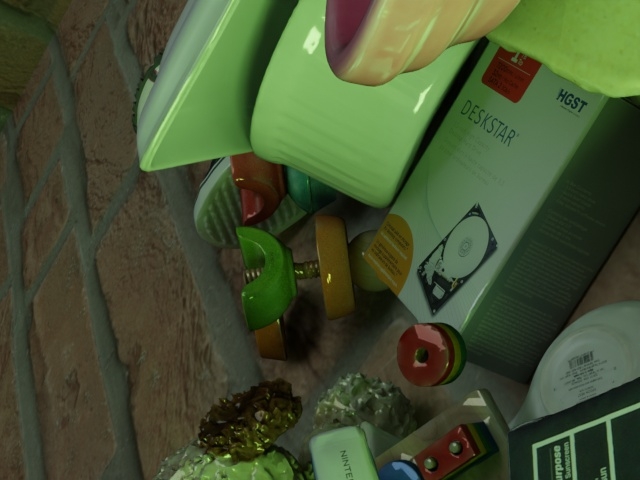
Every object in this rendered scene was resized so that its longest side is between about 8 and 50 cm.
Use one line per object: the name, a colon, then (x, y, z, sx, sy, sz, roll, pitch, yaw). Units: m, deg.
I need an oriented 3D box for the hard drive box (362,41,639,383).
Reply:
hard drive box: (0.155, -0.032, 0.946, 0.232, 0.089, 0.181, -60, 29, 11)

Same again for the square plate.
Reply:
square plate: (-0.019, -0.225, 0.952, 0.344, 0.049, 0.347, -61, -9, 14)

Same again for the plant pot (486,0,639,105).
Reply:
plant pot: (0.253, -0.218, 0.689, 0.305, 0.333, 0.334, -65, 28, 14)

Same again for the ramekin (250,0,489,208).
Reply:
ramekin: (0.066, -0.163, 1.034, 0.277, 0.135, 0.277, -56, -9, -14)

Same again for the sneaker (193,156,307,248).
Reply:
sneaker: (-0.029, -0.131, 1.303, 0.321, 0.126, 0.127, -45, 37, 20)

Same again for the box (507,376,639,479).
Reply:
box: (0.249, 0.195, 0.510, 0.294, 0.182, 0.296, -34, 43, 45)

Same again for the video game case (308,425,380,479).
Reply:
video game case: (0.063, 0.314, 0.644, 0.036, 0.329, 0.300, -15, 47, 0)

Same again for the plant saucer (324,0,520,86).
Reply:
plant saucer: (0.081, -0.243, 0.633, 0.332, 0.084, 0.332, -167, 90, -81)

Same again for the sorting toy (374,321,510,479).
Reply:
sorting toy: (0.092, 0.201, 0.803, 0.132, 0.046, 0.275, -41, 64, 31)

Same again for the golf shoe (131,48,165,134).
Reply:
golf shoe: (-0.100, -0.163, 1.220, 0.273, 0.105, 0.120, -36, 49, 29)

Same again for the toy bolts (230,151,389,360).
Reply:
toy bolts: (0.000, 0.000, 1.196, 0.218, 0.158, 0.229, 82, 180, -60)

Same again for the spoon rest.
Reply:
spoon rest: (0.158, 0.131, 0.849, 0.276, 0.084, 0.137, -25, 48, 33)

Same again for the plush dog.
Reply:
plush dog: (-0.037, 0.233, 0.927, 0.262, 0.225, 0.210, -59, 29, 13)
